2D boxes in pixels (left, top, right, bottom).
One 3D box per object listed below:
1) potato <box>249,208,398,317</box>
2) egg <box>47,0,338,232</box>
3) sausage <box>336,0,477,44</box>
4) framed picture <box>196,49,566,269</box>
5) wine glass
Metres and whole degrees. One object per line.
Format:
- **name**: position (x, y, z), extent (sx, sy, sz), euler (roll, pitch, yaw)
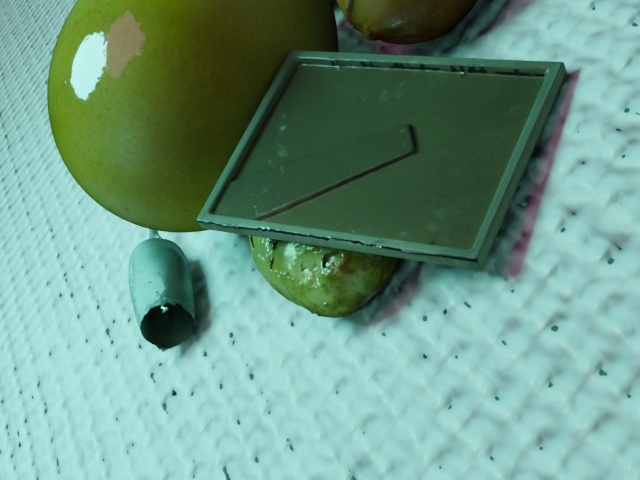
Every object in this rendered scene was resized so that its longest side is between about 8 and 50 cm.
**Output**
- **potato**: position (0.000, 0.000, 1.024), extent (0.107, 0.080, 0.170), euler (-39, 27, -2)
- **egg**: position (-0.109, -0.157, 1.182), extent (0.250, 0.250, 0.322), euler (-21, 34, 47)
- **sausage**: position (0.092, -0.291, 1.111), extent (0.141, 0.153, 0.268), euler (84, -153, -66)
- **framed picture**: position (0.043, -0.070, 0.977), extent (0.249, 0.016, 0.184), euler (7, 58, 34)
- **wine glass**: position (-0.161, 0.017, 1.274), extent (0.074, 0.074, 0.262), euler (-47, 29, 16)
